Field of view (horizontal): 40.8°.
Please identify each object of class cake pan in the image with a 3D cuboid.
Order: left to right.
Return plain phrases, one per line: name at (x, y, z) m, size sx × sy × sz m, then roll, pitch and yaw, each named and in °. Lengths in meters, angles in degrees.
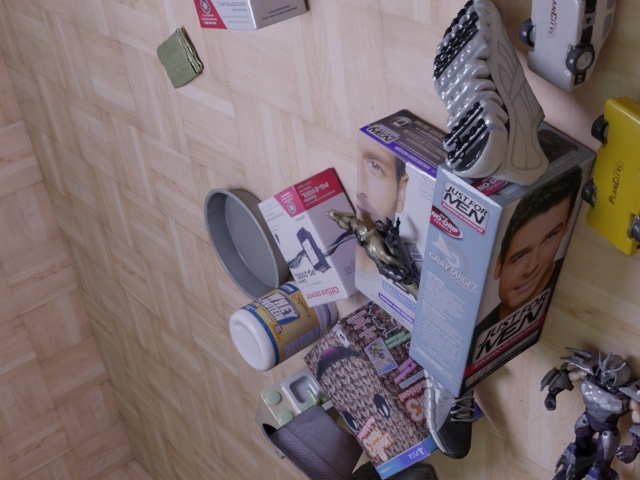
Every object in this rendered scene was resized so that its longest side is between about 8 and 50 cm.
cake pan at (-0.167, 0.006, 1.990) m, size 0.293 × 0.054 × 0.293 m, roll 38°, pitch 143°, yaw 36°

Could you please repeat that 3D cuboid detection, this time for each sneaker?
sneaker at (0.244, 0.258, 1.479) m, size 0.132 × 0.086 × 0.228 m, roll -24°, pitch 73°, yaw 52°
sneaker at (0.216, -0.188, 1.086) m, size 0.110 × 0.118 × 0.292 m, roll -46°, pitch 35°, yaw 49°

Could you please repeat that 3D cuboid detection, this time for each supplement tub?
supplement tub at (-0.078, 0.174, 1.841) m, size 0.144 × 0.200 × 0.144 m, roll 38°, pitch 143°, yaw 35°

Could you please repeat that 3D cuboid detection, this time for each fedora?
fedora at (0.003, 0.422, 1.765) m, size 0.244 × 0.124 × 0.275 m, roll 38°, pitch 169°, yaw 20°

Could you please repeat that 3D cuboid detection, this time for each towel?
towel at (-0.312, -0.399, 1.904) m, size 0.148 × 0.027 × 0.110 m, roll -16°, pitch 101°, yaw 59°

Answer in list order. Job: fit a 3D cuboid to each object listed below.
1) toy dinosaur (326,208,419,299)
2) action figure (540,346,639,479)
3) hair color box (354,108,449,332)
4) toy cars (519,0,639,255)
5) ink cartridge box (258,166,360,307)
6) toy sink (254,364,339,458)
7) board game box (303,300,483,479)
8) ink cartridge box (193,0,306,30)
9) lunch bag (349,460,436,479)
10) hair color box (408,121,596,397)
toy dinosaur at (0.113, 0.033, 1.346) m, size 0.268 × 0.064 × 0.118 m, roll 53°, pitch 164°, yaw 12°
action figure at (0.408, 0.275, 1.263) m, size 0.185 × 0.099 × 0.284 m, roll 42°, pitch 143°, yaw 47°
hair color box at (0.152, -0.020, 1.408) m, size 0.185 × 0.110 × 0.338 m, roll 38°, pitch 142°, yaw 38°
toy cars at (0.337, -0.179, 1.001) m, size 0.393 × 0.087 × 0.176 m, roll 68°, pitch 162°, yaw -3°
ink cartridge box at (0.000, 0.000, 1.670) m, size 0.237 × 0.100 × 0.172 m, roll 63°, pitch 152°, yaw -3°
toy sink at (-0.052, 0.389, 2.014) m, size 0.131 × 0.153 × 0.234 m, roll 54°, pitch 156°, yaw 19°
board game box at (0.130, 0.280, 1.660) m, size 0.291 × 0.141 × 0.232 m, roll 55°, pitch 151°, yaw 13°
ink cartridge box at (-0.149, -0.506, 1.460) m, size 0.197 × 0.114 × 0.272 m, roll 20°, pitch 130°, yaw 51°
lunch bag at (0.103, 0.595, 1.875) m, size 0.287 × 0.235 × 0.168 m, roll -8°, pitch 110°, yaw 59°
hair color box at (0.245, 0.033, 1.218) m, size 0.114 × 0.185 × 0.374 m, roll 40°, pitch 145°, yaw 34°
